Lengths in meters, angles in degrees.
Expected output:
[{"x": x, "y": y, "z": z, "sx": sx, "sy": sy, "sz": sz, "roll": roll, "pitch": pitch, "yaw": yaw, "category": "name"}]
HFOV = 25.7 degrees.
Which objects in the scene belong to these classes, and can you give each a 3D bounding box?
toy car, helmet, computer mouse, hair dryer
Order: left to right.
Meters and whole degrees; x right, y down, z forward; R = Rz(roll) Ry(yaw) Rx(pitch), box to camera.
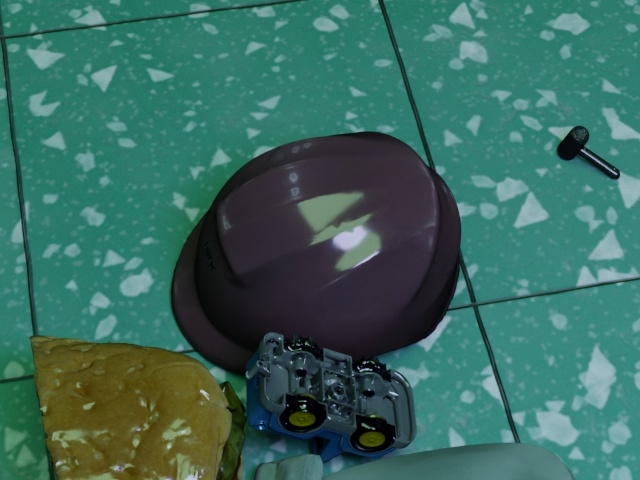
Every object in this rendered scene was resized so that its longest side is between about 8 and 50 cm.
[{"x": 0.000, "y": 0.174, "z": 1.479, "sx": 0.191, "sy": 0.100, "sz": 0.097, "roll": 19, "pitch": 43, "yaw": -21, "category": "toy car"}, {"x": 0.000, "y": 0.000, "z": 1.552, "sx": 0.338, "sy": 0.197, "sz": 0.271, "roll": -9, "pitch": 60, "yaw": -10, "category": "helmet"}, {"x": 0.121, "y": 0.280, "z": 1.412, "sx": 0.288, "sy": 0.097, "sz": 0.159, "roll": -5, "pitch": 54, "yaw": 2, "category": "computer mouse"}, {"x": 0.335, "y": -0.103, "z": 1.726, "sx": 0.083, "sy": 0.047, "sz": 0.026, "roll": 38, "pitch": 62, "yaw": 4, "category": "hair dryer"}]

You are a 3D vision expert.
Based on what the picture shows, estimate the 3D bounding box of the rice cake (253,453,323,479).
[{"x": -0.050, "y": 0.321, "z": 1.414, "sx": 0.080, "sy": 0.042, "sz": 0.221, "roll": -15, "pitch": 51, "yaw": 34, "category": "rice cake"}]

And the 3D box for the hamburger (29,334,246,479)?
[{"x": -0.170, "y": 0.213, "z": 1.423, "sx": 0.209, "sy": 0.162, "sz": 0.330, "roll": -17, "pitch": 55, "yaw": -12, "category": "hamburger"}]
